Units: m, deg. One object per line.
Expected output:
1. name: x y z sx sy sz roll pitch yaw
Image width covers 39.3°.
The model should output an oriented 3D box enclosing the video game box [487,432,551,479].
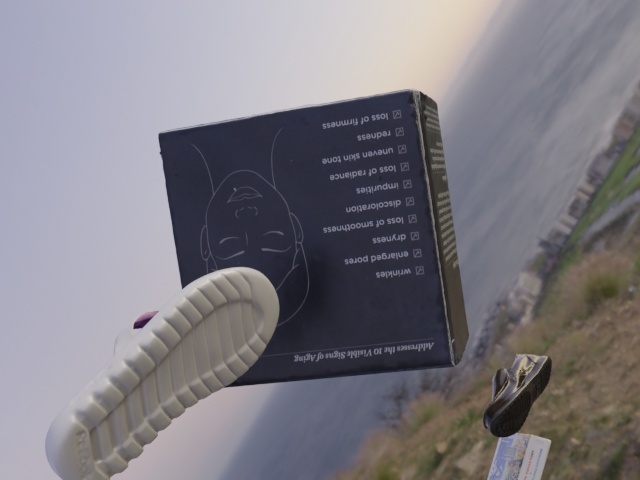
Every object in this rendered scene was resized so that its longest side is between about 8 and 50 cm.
1. video game box: 0.361 0.458 1.693 0.205 0.048 0.187 110 177 -78

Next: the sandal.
1. sandal: -0.223 0.163 1.248 0.416 0.102 0.169 -38 -56 -38

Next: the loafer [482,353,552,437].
1. loafer: 0.339 0.273 1.599 0.220 0.078 0.080 -33 -52 -47

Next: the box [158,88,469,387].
1. box: 0.000 0.000 1.657 0.297 0.480 0.471 -14 -83 -75
